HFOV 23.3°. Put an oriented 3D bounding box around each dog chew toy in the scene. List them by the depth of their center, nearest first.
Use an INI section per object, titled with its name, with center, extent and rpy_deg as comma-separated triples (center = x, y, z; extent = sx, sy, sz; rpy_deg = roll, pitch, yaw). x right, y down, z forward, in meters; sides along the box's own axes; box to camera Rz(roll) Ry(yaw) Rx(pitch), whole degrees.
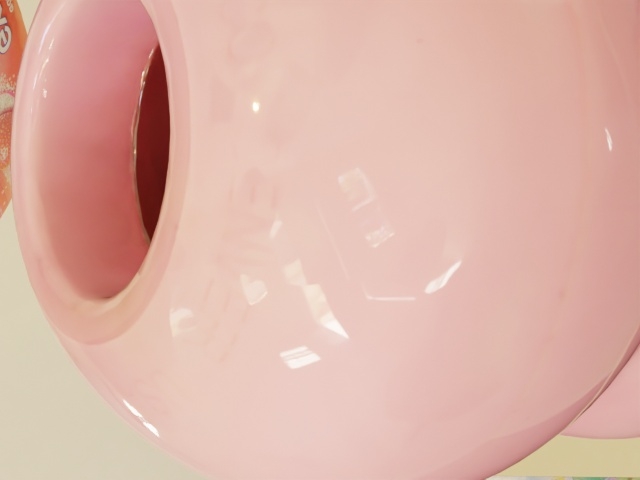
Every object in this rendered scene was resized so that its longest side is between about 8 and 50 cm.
[dog chew toy]
center = 0.075, -0.023, 0.505
extent = 0.331, 0.207, 0.206
rpy_deg = 2, -4, -35

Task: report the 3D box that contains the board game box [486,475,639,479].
[board game box]
center = 0.105, 0.163, 0.555
extent = 0.103, 0.154, 0.026
rpy_deg = -6, -20, 33

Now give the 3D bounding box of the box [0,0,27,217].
[box]
center = -0.291, -0.135, 0.968
extent = 0.154, 0.300, 0.142
rpy_deg = 12, 55, 14
